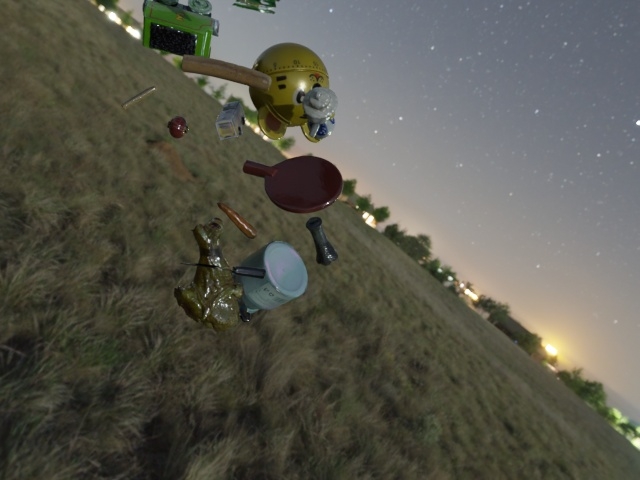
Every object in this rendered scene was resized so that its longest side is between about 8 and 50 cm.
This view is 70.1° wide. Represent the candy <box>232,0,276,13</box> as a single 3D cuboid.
[{"bbox_3d":[-0.123,-0.563,0.899,0.078,0.203,0.141,30,33,32],"label":"candy"}]

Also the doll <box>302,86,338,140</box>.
[{"bbox_3d":[0.003,-0.432,1.578,0.119,0.138,0.293,39,-8,10],"label":"doll"}]

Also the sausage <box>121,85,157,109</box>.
[{"bbox_3d":[-0.622,-0.493,1.566,0.024,0.132,0.024,52,-9,12],"label":"sausage"}]

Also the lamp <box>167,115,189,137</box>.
[{"bbox_3d":[-0.635,-0.505,2.032,0.090,0.101,0.101,16,9,-8],"label":"lamp"}]

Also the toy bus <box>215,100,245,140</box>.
[{"bbox_3d":[-0.380,-0.508,1.932,0.268,0.092,0.106,-90,169,-56],"label":"toy bus"}]

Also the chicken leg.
[{"bbox_3d":[-0.362,0.123,1.441,0.140,0.212,0.360,16,-56,61],"label":"chicken leg"}]

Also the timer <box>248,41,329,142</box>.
[{"bbox_3d":[-0.121,-0.604,1.904,0.376,0.377,0.386,90,-8,-89],"label":"timer"}]

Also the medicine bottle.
[{"bbox_3d":[-0.235,0.164,1.856,0.245,0.290,0.244,33,43,-37],"label":"medicine bottle"}]

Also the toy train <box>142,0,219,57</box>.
[{"bbox_3d":[-0.564,-0.871,1.840,0.308,0.173,0.248,8,55,-19],"label":"toy train"}]

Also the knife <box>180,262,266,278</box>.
[{"bbox_3d":[-0.257,0.076,1.221,0.231,0.028,0.060,10,-2,-18],"label":"knife"}]

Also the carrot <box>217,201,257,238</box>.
[{"bbox_3d":[-0.306,-0.075,1.677,0.191,0.047,0.047,45,2,-27],"label":"carrot"}]

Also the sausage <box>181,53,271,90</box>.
[{"bbox_3d":[-0.313,-0.565,1.530,0.302,0.065,0.066,12,9,-6],"label":"sausage"}]

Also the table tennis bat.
[{"bbox_3d":[-0.112,-0.231,1.718,0.415,0.268,0.051,19,-29,21],"label":"table tennis bat"}]

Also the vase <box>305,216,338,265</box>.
[{"bbox_3d":[0.000,0.000,2.093,0.115,0.116,0.237,43,-17,43],"label":"vase"}]
